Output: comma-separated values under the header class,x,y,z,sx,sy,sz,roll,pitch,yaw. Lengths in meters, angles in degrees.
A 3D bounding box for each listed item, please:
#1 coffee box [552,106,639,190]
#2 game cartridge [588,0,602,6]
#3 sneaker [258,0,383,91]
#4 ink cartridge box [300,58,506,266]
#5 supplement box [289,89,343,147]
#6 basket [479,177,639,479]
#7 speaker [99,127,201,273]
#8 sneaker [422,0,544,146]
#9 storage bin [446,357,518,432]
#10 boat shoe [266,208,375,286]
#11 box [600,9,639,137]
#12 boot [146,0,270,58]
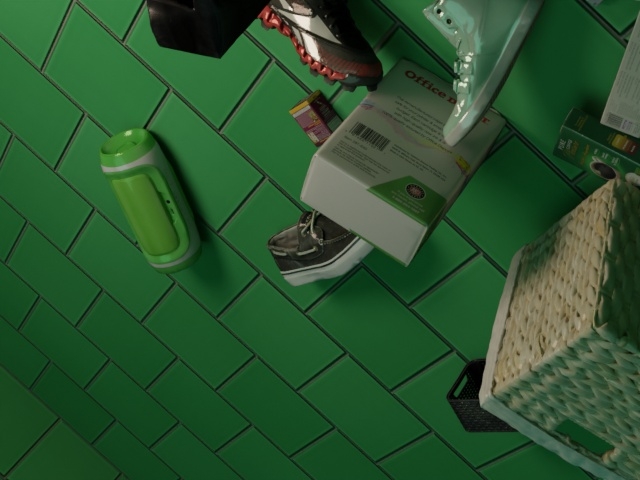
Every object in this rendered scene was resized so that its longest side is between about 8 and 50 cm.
class,x,y,z,sx,sy,sz,roll,pitch,yaw
coffee box,0.437,-0.121,1.577,0.184,0.040,0.113,29,167,15
game cartridge,0.364,-0.364,1.461,0.083,0.017,0.056,42,144,-1
sneaker,0.003,-0.345,1.667,0.276,0.097,0.135,46,132,24
ink cartridge box,0.131,-0.127,1.664,0.201,0.278,0.117,33,143,9
supplement box,-0.005,-0.213,1.874,0.055,0.043,0.083,-23,110,48
basket,0.459,0.144,1.589,0.328,0.331,0.266,31,137,-10
speaker,-0.348,-0.079,2.211,0.131,0.131,0.297,5,129,36
sneaker,0.205,-0.273,1.572,0.151,0.094,0.256,29,114,9
storage bin,0.343,0.288,2.004,0.180,0.122,0.084,-11,119,44
boat shoe,0.000,0.000,2.008,0.119,0.121,0.335,46,143,-13
box,0.425,-0.232,1.388,0.067,0.063,0.324,23,166,14
boot,-0.096,-0.493,1.365,0.146,0.445,0.367,7,131,34
